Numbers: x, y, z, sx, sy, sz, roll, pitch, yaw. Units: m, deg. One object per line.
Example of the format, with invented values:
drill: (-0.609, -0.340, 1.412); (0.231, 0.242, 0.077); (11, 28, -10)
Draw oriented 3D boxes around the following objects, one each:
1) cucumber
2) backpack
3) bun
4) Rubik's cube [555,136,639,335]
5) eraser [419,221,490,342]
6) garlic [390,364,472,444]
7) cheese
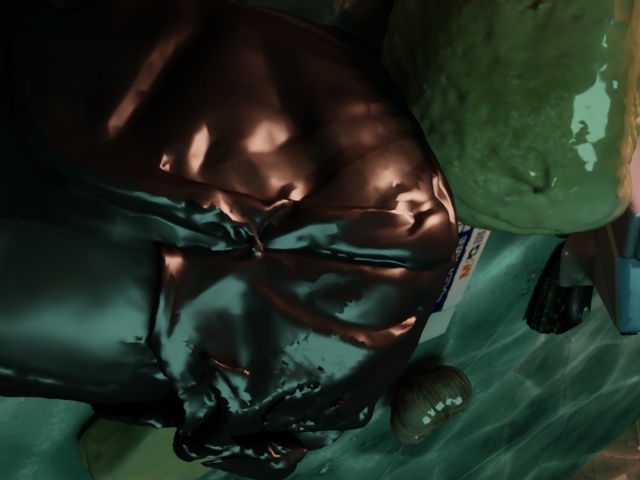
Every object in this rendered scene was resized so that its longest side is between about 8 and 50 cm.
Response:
cucumber: (0.449, 0.084, 1.236); (0.115, 0.086, 0.193); (-17, 130, -22)
backpack: (-0.149, -0.028, 0.459); (0.445, 0.363, 0.255); (9, 131, -24)
bun: (0.174, -0.169, 0.609); (0.349, 0.227, 0.352); (53, 49, -63)
Rubik's cube: (0.494, -0.059, 0.918); (0.387, 0.368, 0.358); (-4, 140, 10)
eraser: (0.144, 0.022, 0.923); (0.130, 0.086, 0.287); (-14, 135, -29)
garlic: (0.185, 0.273, 1.190); (0.159, 0.102, 0.147); (-47, 156, 28)
cheese: (-0.177, 0.226, 0.866); (0.263, 0.093, 0.159); (-43, 138, 7)
